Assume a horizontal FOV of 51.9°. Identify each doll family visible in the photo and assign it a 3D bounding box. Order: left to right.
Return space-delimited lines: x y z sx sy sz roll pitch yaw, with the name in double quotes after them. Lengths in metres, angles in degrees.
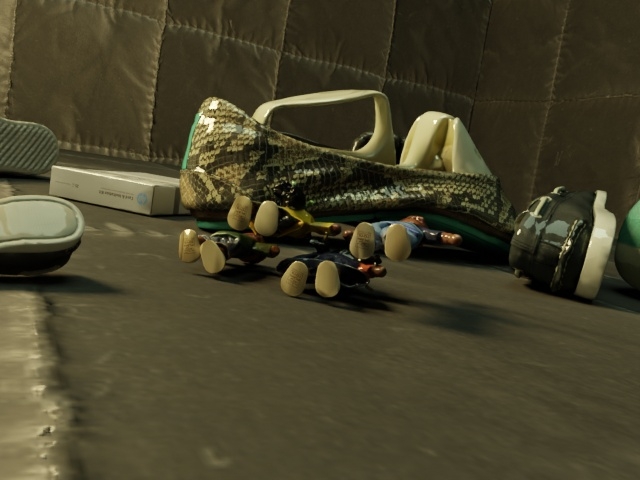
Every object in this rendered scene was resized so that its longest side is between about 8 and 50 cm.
0.000 0.000 0.472 0.192 0.076 0.111 16 4 18 "doll family"

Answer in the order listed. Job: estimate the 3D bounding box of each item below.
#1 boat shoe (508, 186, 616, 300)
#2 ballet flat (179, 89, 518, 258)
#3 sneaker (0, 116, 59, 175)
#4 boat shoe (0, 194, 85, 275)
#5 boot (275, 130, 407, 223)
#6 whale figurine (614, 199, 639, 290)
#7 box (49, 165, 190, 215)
0.262 -0.011 0.732 0.091 0.115 0.302 17 8 16 "boat shoe"
0.075 -0.083 0.783 0.482 0.182 0.164 6 1 -28 "ballet flat"
-0.514 -0.141 0.897 0.160 0.102 0.282 7 -5 16 "sneaker"
-0.190 -0.002 0.342 0.125 0.038 0.046 -2 54 -36 "boat shoe"
0.014 -0.103 1.022 0.347 0.131 0.260 9 1 -7 "boot"
0.456 0.011 0.682 0.272 0.141 0.216 16 9 42 "whale figurine"
-0.221 -0.062 0.835 0.145 0.038 0.186 12 8 18 "box"
